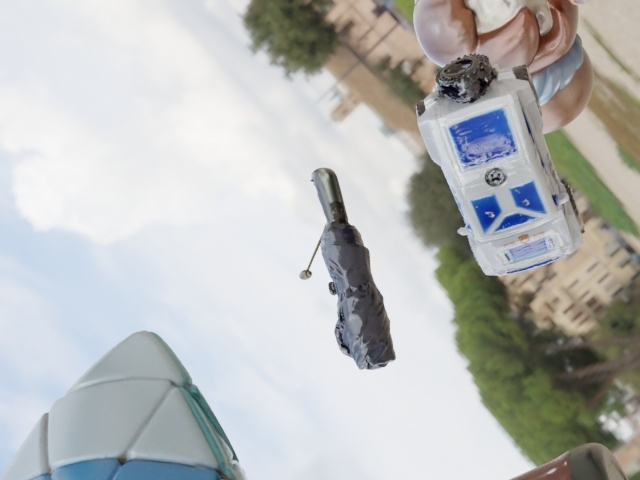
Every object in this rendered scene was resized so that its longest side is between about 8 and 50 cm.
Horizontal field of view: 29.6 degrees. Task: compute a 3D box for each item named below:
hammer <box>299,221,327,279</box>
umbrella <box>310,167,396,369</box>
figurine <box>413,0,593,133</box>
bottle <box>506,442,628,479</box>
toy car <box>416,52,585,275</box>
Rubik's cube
[{"bbox_3d":[0.000,0.000,1.667,0.014,0.123,0.029,33,158,-23],"label":"hammer"},{"bbox_3d":[0.028,0.031,1.404,0.071,0.070,0.248,11,-118,-73],"label":"umbrella"},{"bbox_3d":[0.242,-0.311,1.304,0.248,0.388,0.277,-10,-114,-40],"label":"figurine"},{"bbox_3d":[0.123,0.304,1.066,0.144,0.336,0.144,53,-160,-30],"label":"bottle"},{"bbox_3d":[0.121,-0.047,0.814,0.070,0.080,0.171,-88,-24,-53],"label":"toy car"},{"bbox_3d":[-0.103,0.176,0.841,0.254,0.254,0.254,45,-169,-11],"label":"Rubik's cube"}]
